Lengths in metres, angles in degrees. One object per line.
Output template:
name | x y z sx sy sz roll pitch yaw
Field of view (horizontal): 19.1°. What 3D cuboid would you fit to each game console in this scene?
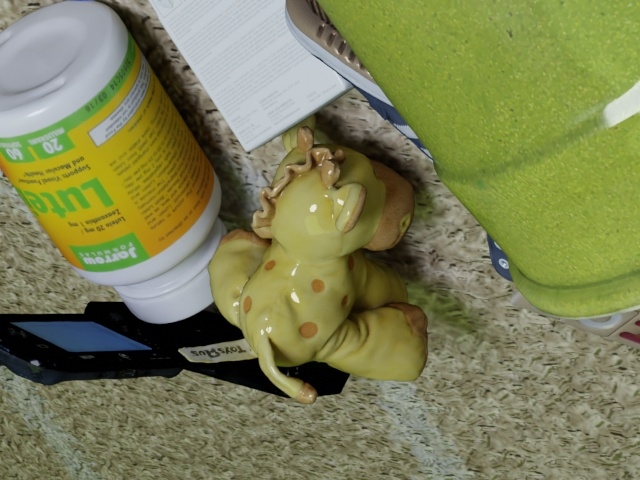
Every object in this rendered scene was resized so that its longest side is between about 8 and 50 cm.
game console | -0.135 0.086 1.527 0.213 0.044 0.361 12 -175 29

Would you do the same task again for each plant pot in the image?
plant pot | 0.096 -0.220 0.778 0.353 0.366 0.366 43 148 -13

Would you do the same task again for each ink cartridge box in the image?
ink cartridge box | -0.053 -0.163 1.310 0.179 0.045 0.145 59 145 -3

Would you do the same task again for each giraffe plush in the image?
giraffe plush | 0.000 0.000 1.395 0.181 0.210 0.170 33 118 28

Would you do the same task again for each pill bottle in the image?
pill bottle | -0.160 -0.052 1.461 0.136 0.136 0.246 6 141 37

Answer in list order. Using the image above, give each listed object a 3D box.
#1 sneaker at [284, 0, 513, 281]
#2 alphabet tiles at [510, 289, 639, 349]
sneaker | 0.097 -0.070 1.242 0.282 0.099 0.153 25 147 6
alphabet tiles | 0.233 0.003 1.200 0.198 0.009 0.237 19 143 -22
